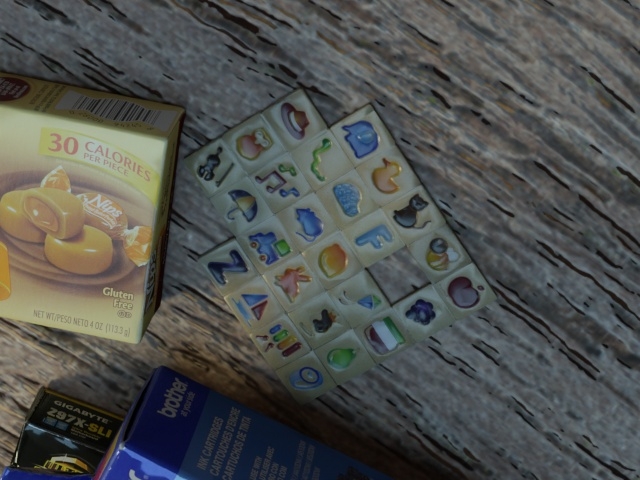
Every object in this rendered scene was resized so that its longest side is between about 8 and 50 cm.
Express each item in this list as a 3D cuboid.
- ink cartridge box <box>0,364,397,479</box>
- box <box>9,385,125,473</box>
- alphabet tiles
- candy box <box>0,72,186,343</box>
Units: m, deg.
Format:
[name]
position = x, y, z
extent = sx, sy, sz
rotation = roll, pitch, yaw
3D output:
[ink cartridge box]
position = -0.081, 0.288, 1.390
extent = 0.396, 0.151, 0.270
rotation = 27, 111, -2
[box]
position = -0.139, 0.303, 1.520
extent = 0.322, 0.079, 0.257
rotation = 20, 110, -1
[alphabet tiles]
position = 0.000, 0.000, 1.423
extent = 0.198, 0.009, 0.237
rotation = -30, 104, 17
[candy box]
position = -0.280, -0.042, 1.396
extent = 0.317, 0.087, 0.182
rotation = 12, 112, 3
